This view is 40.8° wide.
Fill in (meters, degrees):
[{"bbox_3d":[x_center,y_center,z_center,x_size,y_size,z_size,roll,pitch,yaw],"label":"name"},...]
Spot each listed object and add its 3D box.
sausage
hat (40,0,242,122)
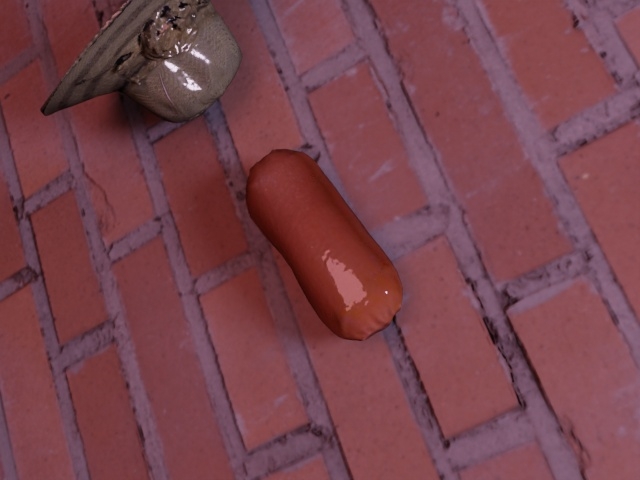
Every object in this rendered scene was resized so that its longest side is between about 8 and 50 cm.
[{"bbox_3d":[0.000,0.000,0.730,0.077,0.077,0.194,-42,63,12],"label":"sausage"},{"bbox_3d":[-0.136,-0.171,0.809,0.110,0.252,0.252,44,101,-12],"label":"hat"}]
